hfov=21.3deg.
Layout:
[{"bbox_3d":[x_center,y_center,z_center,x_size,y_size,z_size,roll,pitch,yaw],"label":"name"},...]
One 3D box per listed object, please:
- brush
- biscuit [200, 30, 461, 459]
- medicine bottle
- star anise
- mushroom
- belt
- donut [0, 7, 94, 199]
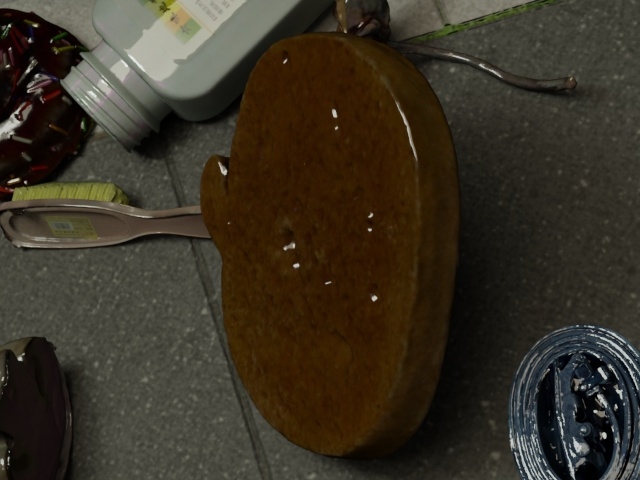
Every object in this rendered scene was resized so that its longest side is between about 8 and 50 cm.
[{"bbox_3d":[-0.198,-0.035,1.798,0.312,0.072,0.067,0,55,21],"label":"brush"},{"bbox_3d":[0.007,-0.001,1.593,0.350,0.070,0.394,31,119,46],"label":"biscuit"},{"bbox_3d":[-0.128,-0.243,1.821,0.324,0.124,0.179,-45,71,-3],"label":"medicine bottle"},{"bbox_3d":[0.127,-0.212,1.729,0.227,0.148,0.218,-1,30,-7],"label":"star anise"},{"bbox_3d":[-0.318,0.194,1.703,0.117,0.141,0.188,-23,45,23],"label":"mushroom"},{"bbox_3d":[0.243,0.173,1.523,0.141,0.082,0.190,-13,63,22],"label":"belt"},{"bbox_3d":[-0.366,-0.157,1.900,0.235,0.089,0.235,-7,67,17],"label":"donut"}]
